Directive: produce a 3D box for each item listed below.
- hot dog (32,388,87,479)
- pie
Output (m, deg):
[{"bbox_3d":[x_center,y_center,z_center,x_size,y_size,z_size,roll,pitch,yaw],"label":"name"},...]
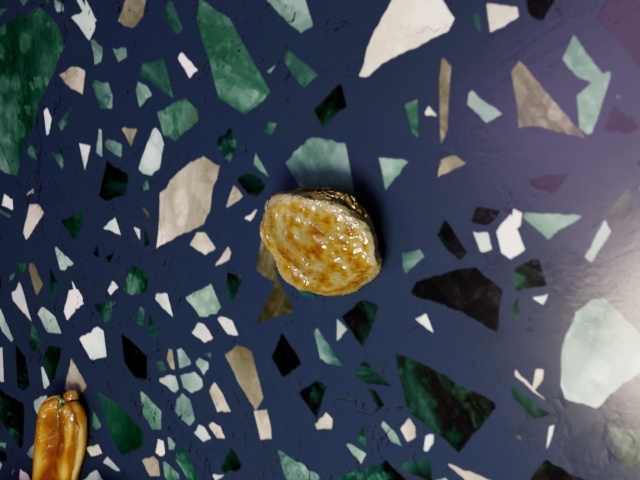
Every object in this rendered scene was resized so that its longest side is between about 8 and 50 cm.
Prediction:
[{"bbox_3d":[-0.498,0.395,1.560,0.100,0.068,0.250,21,118,8],"label":"hot dog"},{"bbox_3d":[0.000,0.000,1.109,0.193,0.079,0.163,12,117,33],"label":"pie"}]
